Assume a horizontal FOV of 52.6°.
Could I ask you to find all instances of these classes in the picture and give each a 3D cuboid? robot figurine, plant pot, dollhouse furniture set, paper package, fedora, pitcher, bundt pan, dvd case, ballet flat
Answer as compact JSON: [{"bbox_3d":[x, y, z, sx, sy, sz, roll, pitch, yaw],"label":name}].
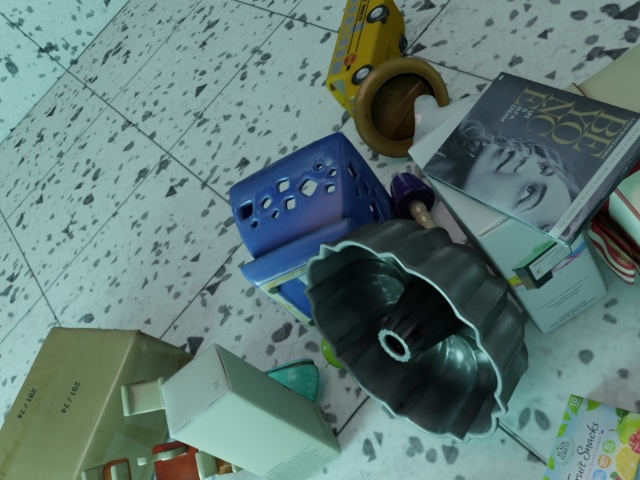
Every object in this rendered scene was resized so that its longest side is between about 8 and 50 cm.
[{"bbox_3d":[0.051,0.164,1.062,0.115,0.067,0.101,-38,16,8],"label":"robot figurine"},{"bbox_3d":[0.000,0.000,1.099,0.235,0.236,0.212,-24,49,20],"label":"plant pot"},{"bbox_3d":[-0.236,0.350,1.056,0.262,0.135,0.259,-14,78,13],"label":"dollhouse furniture set"},{"bbox_3d":[-0.444,0.340,1.240,0.309,0.168,0.325,-4,58,37],"label":"paper package"},{"bbox_3d":[0.152,-0.255,1.256,0.194,0.194,0.079,-45,9,1],"label":"fedora"},{"bbox_3d":[0.253,-0.166,1.126,0.207,0.125,0.178,13,96,46],"label":"pitcher"},{"bbox_3d":[0.136,0.107,0.885,0.330,0.331,0.124,16,44,43],"label":"bundt pan"},{"bbox_3d":[0.242,-0.103,0.744,0.164,0.018,0.221,-51,44,-2],"label":"dvd case"},{"bbox_3d":[-0.109,0.267,1.105,0.247,0.083,0.087,-19,64,28],"label":"ballet flat"}]

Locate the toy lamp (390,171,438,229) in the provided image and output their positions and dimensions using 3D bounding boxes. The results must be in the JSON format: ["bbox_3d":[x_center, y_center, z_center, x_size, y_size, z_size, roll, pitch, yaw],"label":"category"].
[{"bbox_3d":[0.186,-0.015,1.083,0.080,0.080,0.275,-36,45,11],"label":"toy lamp"}]

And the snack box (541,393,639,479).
[{"bbox_3d":[0.336,0.271,0.790,0.100,0.037,0.141,9,66,42],"label":"snack box"}]

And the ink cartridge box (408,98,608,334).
[{"bbox_3d":[0.259,-0.027,0.890,0.117,0.278,0.201,-37,44,9],"label":"ink cartridge box"}]

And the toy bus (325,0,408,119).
[{"bbox_3d":[0.101,-0.398,1.404,0.130,0.108,0.333,-8,56,34],"label":"toy bus"}]

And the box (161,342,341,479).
[{"bbox_3d":[-0.095,0.265,0.949,0.113,0.275,0.094,-38,42,8],"label":"box"}]

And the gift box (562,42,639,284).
[{"bbox_3d":[0.441,-0.084,0.825,0.258,0.276,0.255,-33,58,8],"label":"gift box"}]
